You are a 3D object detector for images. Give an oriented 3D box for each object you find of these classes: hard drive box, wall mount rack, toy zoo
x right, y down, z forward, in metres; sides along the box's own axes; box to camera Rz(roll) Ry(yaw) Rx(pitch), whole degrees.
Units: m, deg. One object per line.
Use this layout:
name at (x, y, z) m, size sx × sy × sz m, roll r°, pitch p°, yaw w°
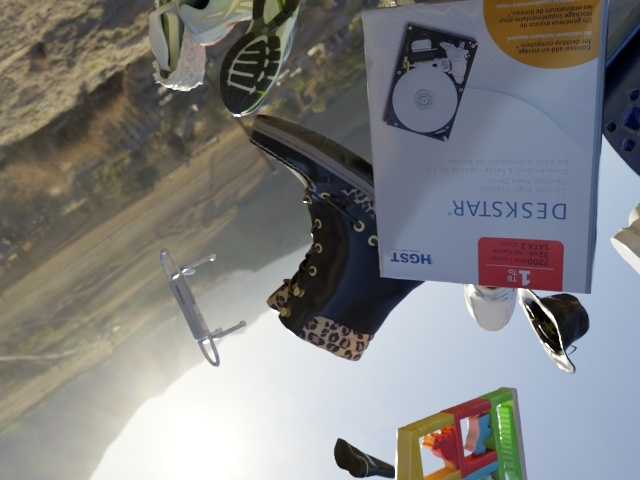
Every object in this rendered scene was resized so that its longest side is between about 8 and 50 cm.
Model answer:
hard drive box at (0.140, -0.084, 0.526) m, size 0.181 × 0.232 × 0.089 m, roll 2°, pitch -158°, yaw 24°
wall mount rack at (-0.330, 0.173, 1.738) m, size 0.130 × 0.350 × 0.304 m, roll -24°, pitch 179°, yaw -28°
toy zoo at (0.203, 0.343, 0.912) m, size 0.293 × 0.192 × 0.030 m, roll -6°, pitch 179°, yaw -39°

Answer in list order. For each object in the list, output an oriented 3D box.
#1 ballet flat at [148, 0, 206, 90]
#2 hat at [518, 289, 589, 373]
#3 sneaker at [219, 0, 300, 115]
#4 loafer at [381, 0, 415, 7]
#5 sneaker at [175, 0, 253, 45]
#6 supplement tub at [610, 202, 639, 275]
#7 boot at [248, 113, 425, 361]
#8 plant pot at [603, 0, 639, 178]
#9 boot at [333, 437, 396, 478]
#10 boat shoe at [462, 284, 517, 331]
ballet flat at (-0.328, -0.539, 1.414) m, size 0.147 × 0.409 × 0.147 m, roll 2°, pitch -157°, yaw -1°
hat at (0.707, 0.233, 1.831) m, size 0.134 × 0.331 × 0.331 m, roll -27°, pitch -179°, yaw 4°
sneaker at (-0.108, -0.367, 1.237) m, size 0.121 × 0.111 × 0.300 m, roll 83°, pitch 28°, yaw -70°
loafer at (0.168, -0.649, 1.522) m, size 0.092 × 0.268 × 0.102 m, roll -30°, pitch 158°, yaw 5°
sneaker at (-0.185, -0.523, 1.311) m, size 0.262 × 0.099 × 0.121 m, roll -33°, pitch 149°, yaw 7°
supplement tub at (0.781, -0.038, 1.242) m, size 0.325 × 0.235 × 0.235 m, roll -43°, pitch 179°, yaw 12°
boot at (0.000, 0.000, 1.002) m, size 0.284 × 0.377 × 0.138 m, roll -56°, pitch -174°, yaw 17°
plant pot at (0.492, -0.195, 0.833) m, size 0.236 × 0.212 × 0.236 m, roll 8°, pitch 126°, yaw -43°
boot at (0.131, 0.656, 1.851) m, size 0.198 × 0.137 × 0.077 m, roll 27°, pitch -80°, yaw 66°
boat shoe at (0.298, 0.066, 1.107) m, size 0.098 × 0.277 × 0.096 m, roll -2°, pitch -147°, yaw 17°
